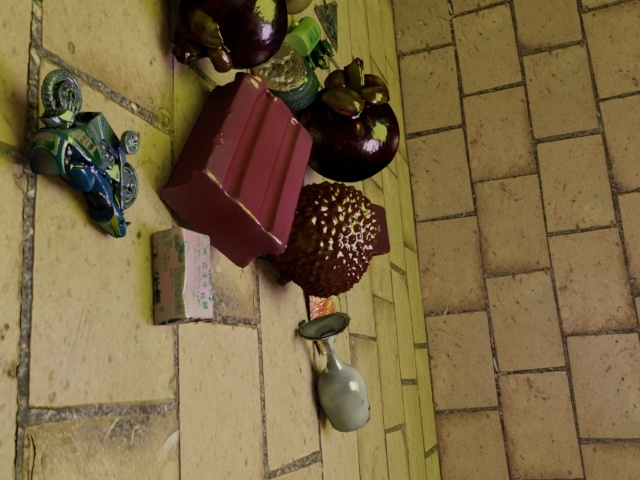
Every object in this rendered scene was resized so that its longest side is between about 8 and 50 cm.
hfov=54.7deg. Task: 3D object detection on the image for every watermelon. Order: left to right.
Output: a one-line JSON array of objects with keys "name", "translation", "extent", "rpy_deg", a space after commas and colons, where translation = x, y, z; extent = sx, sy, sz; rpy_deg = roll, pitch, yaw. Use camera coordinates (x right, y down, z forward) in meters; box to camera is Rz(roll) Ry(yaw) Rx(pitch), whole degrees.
[{"name": "watermelon", "translation": [0.003, 0.192, 1.714], "extent": [0.119, 0.063, 0.245], "rpy_deg": [-29, 116, -50]}]

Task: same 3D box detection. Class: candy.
[{"name": "candy", "translation": [-0.234, 0.063, 1.052], "extent": [0.092, 0.073, 0.160], "rpy_deg": [19, 65, -64]}]

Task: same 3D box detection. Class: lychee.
[{"name": "lychee", "translation": [0.000, 0.000, 1.469], "extent": [0.275, 0.304, 0.276], "rpy_deg": [38, 14, -12]}]

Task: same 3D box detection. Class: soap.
[{"name": "soap", "translation": [-0.147, -0.154, 1.227], "extent": [0.233, 0.128, 0.360], "rpy_deg": [47, 36, -31]}]

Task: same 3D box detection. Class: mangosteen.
[{"name": "mangosteen", "translation": [-0.188, -0.429, 1.213], "extent": [0.265, 0.228, 0.228], "rpy_deg": [-54, 140, -23]}, {"name": "mangosteen", "translation": [0.082, -0.336, 1.747], "extent": [0.307, 0.306, 0.347], "rpy_deg": [-74, 176, -51]}]

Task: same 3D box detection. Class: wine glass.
[{"name": "wine glass", "translation": [0.043, 0.349, 1.630], "extent": [0.143, 0.143, 0.321], "rpy_deg": [-59, 140, -61]}]

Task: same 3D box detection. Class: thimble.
[{"name": "thimble", "translation": [-0.070, -0.426, 1.659], "extent": [0.090, 0.118, 0.135], "rpy_deg": [50, 39, -59]}]

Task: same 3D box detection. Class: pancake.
[{"name": "pancake", "translation": [-0.109, -0.446, 1.572], "extent": [0.028, 0.158, 0.158], "rpy_deg": [138, -43, -58]}]

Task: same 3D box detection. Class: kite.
[{"name": "kite", "translation": [0.026, -0.850, 2.285], "extent": [0.335, 0.011, 0.314], "rpy_deg": [-57, 135, -63]}]

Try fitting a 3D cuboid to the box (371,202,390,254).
[{"name": "box", "translation": [0.107, -0.026, 1.931], "extent": [0.294, 0.167, 0.193], "rpy_deg": [-1, 82, -71]}]

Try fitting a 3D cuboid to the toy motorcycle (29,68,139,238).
[{"name": "toy motorcycle", "translation": [-0.321, -0.105, 0.853], "extent": [0.254, 0.092, 0.136], "rpy_deg": [71, 29, -54]}]

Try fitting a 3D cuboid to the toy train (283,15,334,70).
[{"name": "toy train", "translation": [-0.043, -0.584, 1.853], "extent": [0.157, 0.105, 0.253], "rpy_deg": [57, 26, -23]}]

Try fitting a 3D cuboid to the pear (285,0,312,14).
[{"name": "pear", "translation": [-0.087, -0.697, 1.663], "extent": [0.137, 0.167, 0.167], "rpy_deg": [-81, 154, -49]}]
